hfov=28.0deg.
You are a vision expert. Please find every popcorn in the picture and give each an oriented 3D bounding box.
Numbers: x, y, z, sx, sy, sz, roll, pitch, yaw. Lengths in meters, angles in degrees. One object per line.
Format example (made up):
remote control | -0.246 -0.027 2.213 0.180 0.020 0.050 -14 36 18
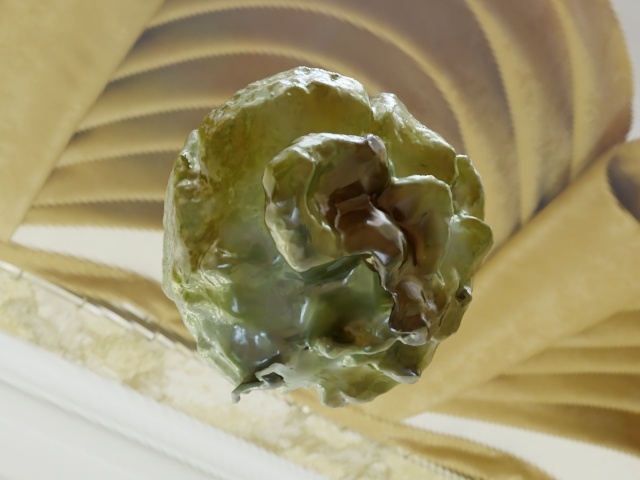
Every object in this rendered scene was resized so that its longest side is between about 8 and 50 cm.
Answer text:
popcorn | 0.000 0.000 0.706 0.197 0.212 0.198 2 -98 -12
